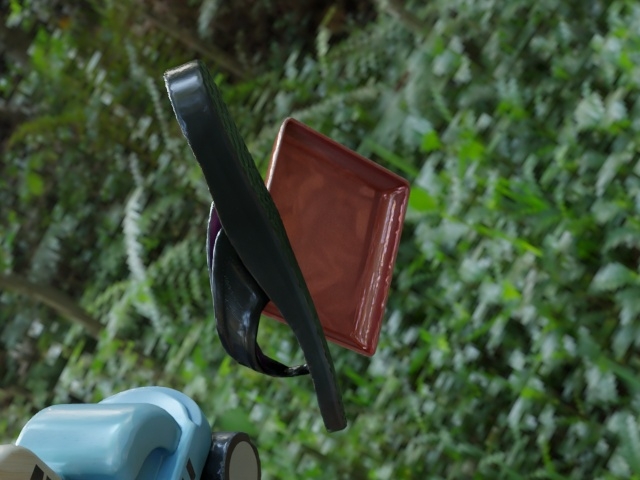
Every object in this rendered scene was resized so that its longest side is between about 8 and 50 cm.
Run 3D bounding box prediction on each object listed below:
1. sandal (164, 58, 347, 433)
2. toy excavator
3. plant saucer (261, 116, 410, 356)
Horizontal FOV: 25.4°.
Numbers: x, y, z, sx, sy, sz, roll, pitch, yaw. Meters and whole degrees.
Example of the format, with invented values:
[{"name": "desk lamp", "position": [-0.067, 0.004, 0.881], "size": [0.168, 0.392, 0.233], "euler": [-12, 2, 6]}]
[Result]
[{"name": "sandal", "position": [-0.085, 0.020, 1.512], "size": [0.107, 0.445, 0.167], "euler": [-22, 24, 3]}, {"name": "toy excavator", "position": [-0.290, 0.297, 1.615], "size": [0.222, 0.445, 0.432], "euler": [-5, 46, 25]}, {"name": "plant saucer", "position": [0.000, 0.000, 1.905], "size": [0.048, 0.258, 0.259], "euler": [0, 71, 45]}]
